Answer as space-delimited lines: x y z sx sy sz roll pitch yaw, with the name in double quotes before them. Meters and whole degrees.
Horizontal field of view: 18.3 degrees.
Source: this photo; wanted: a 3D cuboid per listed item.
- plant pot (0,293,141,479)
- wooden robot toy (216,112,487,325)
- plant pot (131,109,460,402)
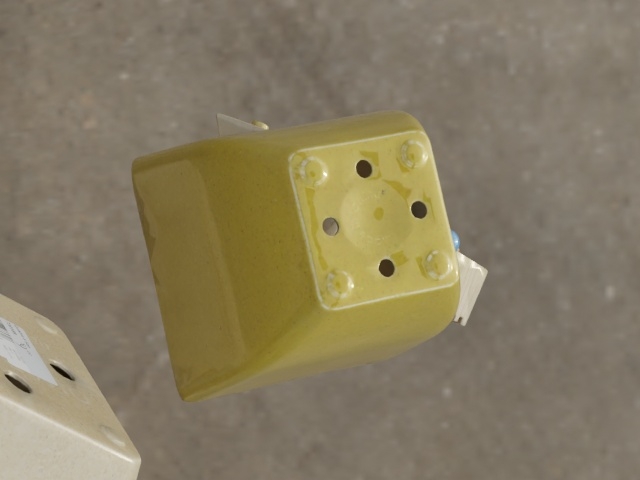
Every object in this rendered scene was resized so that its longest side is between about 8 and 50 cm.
"plant pot" -0.110 0.060 0.498 0.109 0.109 0.096 31 100 -36
"wooden robot toy" -0.003 0.012 0.811 0.173 0.076 0.079 33 76 -53
"plant pot" 0.000 0.000 0.613 0.081 0.083 0.081 -11 86 -27
